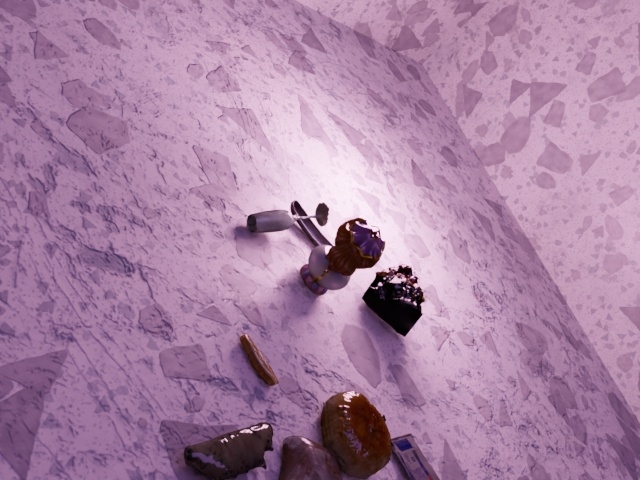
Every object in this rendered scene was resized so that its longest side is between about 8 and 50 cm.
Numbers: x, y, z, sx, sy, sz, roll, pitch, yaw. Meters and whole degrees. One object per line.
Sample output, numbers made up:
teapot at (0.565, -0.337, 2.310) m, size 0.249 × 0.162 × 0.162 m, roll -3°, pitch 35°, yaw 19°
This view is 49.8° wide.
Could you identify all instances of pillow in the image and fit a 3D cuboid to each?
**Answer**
pillow at (-0.165, 0.420, 1.351) m, size 0.241 × 0.051 × 0.093 m, roll 1°, pitch 50°, yaw -53°

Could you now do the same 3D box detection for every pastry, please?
pastry at (0.086, 0.450, 1.604) m, size 0.182 × 0.093 × 0.192 m, roll 30°, pitch 34°, yaw -34°

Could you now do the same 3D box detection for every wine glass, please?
wine glass at (-0.092, -0.059, 1.911) m, size 0.262 × 0.074 × 0.074 m, roll -9°, pitch 62°, yaw -39°

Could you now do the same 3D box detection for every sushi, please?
sushi at (0.229, 0.155, 2.054) m, size 0.172 × 0.153 × 0.150 m, roll 29°, pitch 52°, yaw 3°

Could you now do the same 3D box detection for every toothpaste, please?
toothpaste at (0.268, 0.609, 1.708) m, size 0.282 × 0.068 × 0.099 m, roll 55°, pitch -1°, yaw 27°

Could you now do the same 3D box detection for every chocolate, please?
chocolate at (-0.008, 0.521, 1.416) m, size 0.157 × 0.080 × 0.254 m, roll 35°, pitch 34°, yaw -23°

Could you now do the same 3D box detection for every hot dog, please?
hot dog at (-0.142, 0.272, 1.564) m, size 0.137 × 0.028 × 0.044 m, roll 57°, pitch 5°, yaw 7°

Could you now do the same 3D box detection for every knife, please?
knife at (-0.001, 0.001, 2.019) m, size 0.278 × 0.053 × 0.123 m, roll 47°, pitch 39°, yaw 0°

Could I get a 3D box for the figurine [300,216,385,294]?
figurine at (0.068, 0.040, 1.858) m, size 0.142 × 0.263 × 0.189 m, roll 47°, pitch 33°, yaw -6°
